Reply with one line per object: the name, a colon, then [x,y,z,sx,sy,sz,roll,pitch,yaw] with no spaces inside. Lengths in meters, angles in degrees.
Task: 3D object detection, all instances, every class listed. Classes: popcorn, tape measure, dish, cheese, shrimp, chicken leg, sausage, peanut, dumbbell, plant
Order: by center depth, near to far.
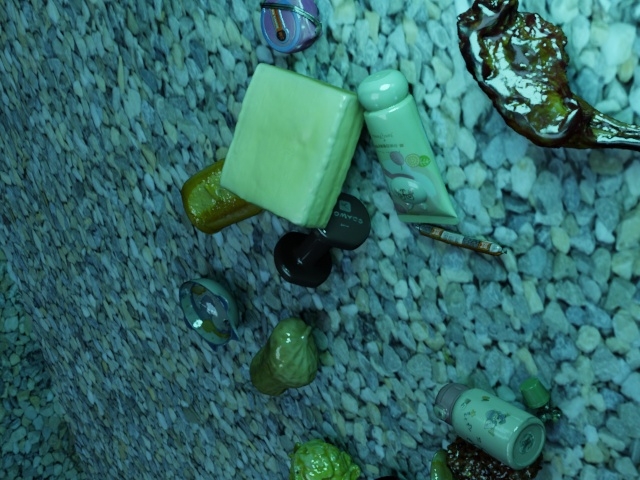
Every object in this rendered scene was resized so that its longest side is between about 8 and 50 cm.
chicken leg: [0.363,-0.215,1.128,0.407,0.096,0.158,41,119,15]
sausage: [0.262,-0.002,1.418,0.198,0.025,0.028,17,99,37]
tape measure: [-0.052,-0.417,1.424,0.125,0.074,0.118,-9,103,43]
plant: [0.424,0.315,1.446,0.051,0.051,0.102,-25,102,50]
cheese: [-0.055,-0.186,1.460,0.242,0.124,0.265,26,102,31]
dumbbell: [0.000,0.000,1.598,0.225,0.140,0.124,-46,37,50]
shrimp: [0.308,0.565,1.683,0.061,0.145,0.267,-24,124,25]
peanut: [-0.088,0.310,1.893,0.159,0.143,0.291,56,144,17]
popcorn: [-0.006,0.621,2.002,0.185,0.167,0.187,57,144,2]
dish: [-0.282,0.191,2.056,0.236,0.086,0.228,3,118,44]

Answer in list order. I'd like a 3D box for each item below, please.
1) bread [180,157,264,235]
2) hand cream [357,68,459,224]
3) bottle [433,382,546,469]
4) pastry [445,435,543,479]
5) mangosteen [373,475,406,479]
bread: [-0.210,-0.115,1.754,0.288,0.119,0.152,-18,106,50]
hand cream: [0.155,-0.162,1.385,0.147,0.093,0.306,4,127,45]
bottle: [0.326,0.358,1.504,0.233,0.110,0.110,22,131,53]
pastry: [0.358,0.460,1.571,0.208,0.115,0.097,-21,112,48]
mangosteen: [0.190,0.688,1.853,0.230,0.194,0.194,27,140,-10]
